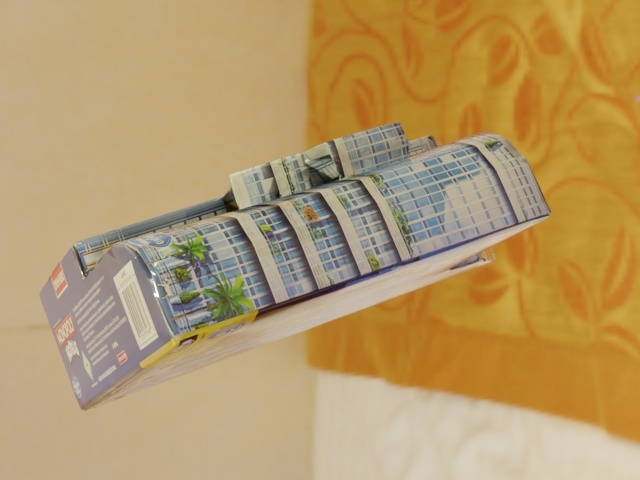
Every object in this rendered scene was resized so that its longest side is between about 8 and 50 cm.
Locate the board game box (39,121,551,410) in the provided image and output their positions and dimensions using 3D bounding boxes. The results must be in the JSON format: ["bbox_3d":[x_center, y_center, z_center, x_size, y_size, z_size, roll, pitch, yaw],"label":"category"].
[{"bbox_3d":[0.000,0.000,0.580,0.060,0.194,0.194,69,158,6],"label":"board game box"}]
